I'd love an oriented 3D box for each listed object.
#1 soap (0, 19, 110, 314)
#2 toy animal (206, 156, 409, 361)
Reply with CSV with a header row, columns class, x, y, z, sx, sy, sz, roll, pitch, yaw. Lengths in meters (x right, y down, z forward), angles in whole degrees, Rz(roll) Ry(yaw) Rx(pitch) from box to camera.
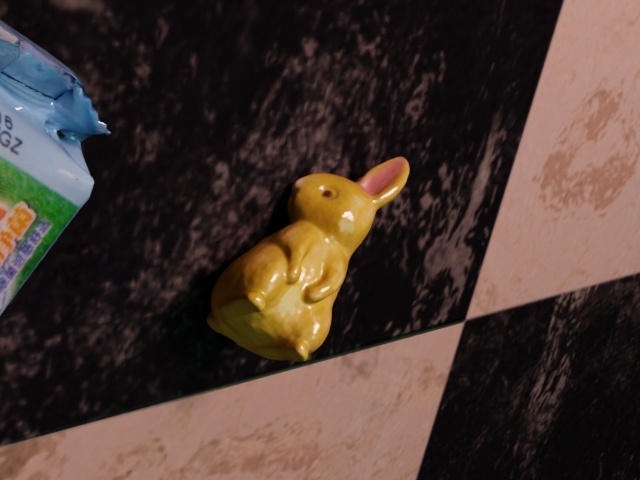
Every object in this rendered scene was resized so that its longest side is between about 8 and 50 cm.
class,x,y,z,sx,sy,sz,roll,pitch,yaw
soap,-0.221,0.024,0.472,0.293,0.077,0.156,-55,142,-2
toy animal,-0.003,-0.001,0.706,0.070,0.083,0.159,49,65,-24
